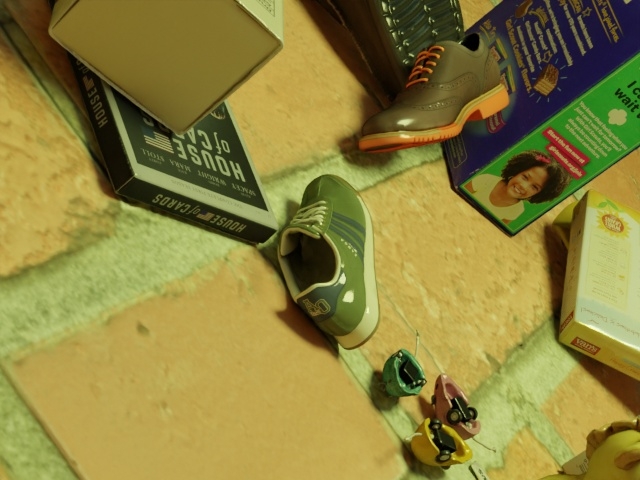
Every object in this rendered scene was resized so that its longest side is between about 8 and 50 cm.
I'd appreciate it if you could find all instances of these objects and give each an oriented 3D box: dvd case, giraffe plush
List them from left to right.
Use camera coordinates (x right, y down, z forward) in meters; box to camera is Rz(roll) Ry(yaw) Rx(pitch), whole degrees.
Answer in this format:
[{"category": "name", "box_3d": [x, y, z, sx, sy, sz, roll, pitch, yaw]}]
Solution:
[{"category": "dvd case", "box_3d": [-0.137, -0.115, 1.311, 0.179, 0.029, 0.238, 20, 38, -49]}, {"category": "giraffe plush", "box_3d": [0.262, 0.234, 1.345, 0.210, 0.170, 0.181, 47, 25, -8]}]

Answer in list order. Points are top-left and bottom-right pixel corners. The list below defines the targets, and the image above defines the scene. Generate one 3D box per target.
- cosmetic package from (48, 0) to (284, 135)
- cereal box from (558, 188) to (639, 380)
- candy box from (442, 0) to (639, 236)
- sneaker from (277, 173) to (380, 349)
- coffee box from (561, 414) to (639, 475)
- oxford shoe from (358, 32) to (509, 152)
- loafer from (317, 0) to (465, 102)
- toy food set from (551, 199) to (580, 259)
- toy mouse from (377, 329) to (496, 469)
[{"category": "cosmetic package", "box_3d": [-0.125, -0.244, 1.321, 0.153, 0.129, 0.296, 40, 25, -24]}, {"category": "cereal box", "box_3d": [0.373, 0.061, 1.810, 0.173, 0.047, 0.240, 26, 43, -8]}, {"category": "candy box", "box_3d": [0.294, -0.202, 1.821, 0.122, 0.317, 0.268, 36, 29, -30]}, {"category": "sneaker", "box_3d": [0.000, 0.000, 1.342, 0.086, 0.064, 0.192, 37, 31, -39]}, {"category": "coffee box", "box_3d": [0.378, 0.325, 1.481, 0.168, 0.119, 0.297, 18, 40, -51]}, {"category": "oxford shoe", "box_3d": [0.114, -0.161, 1.670, 0.271, 0.097, 0.098, -32, 111, -55]}, {"category": "loafer", "box_3d": [0.048, -0.315, 1.781, 0.134, 0.130, 0.366, -32, 101, -39]}, {"category": "toy food set", "box_3d": [0.358, 0.053, 1.898, 0.128, 0.071, 0.218, -3, 52, -32]}, {"category": "toy mouse", "box_3d": [0.094, 0.142, 1.350, 0.161, 0.031, 0.143, 26, 35, -43]}]
